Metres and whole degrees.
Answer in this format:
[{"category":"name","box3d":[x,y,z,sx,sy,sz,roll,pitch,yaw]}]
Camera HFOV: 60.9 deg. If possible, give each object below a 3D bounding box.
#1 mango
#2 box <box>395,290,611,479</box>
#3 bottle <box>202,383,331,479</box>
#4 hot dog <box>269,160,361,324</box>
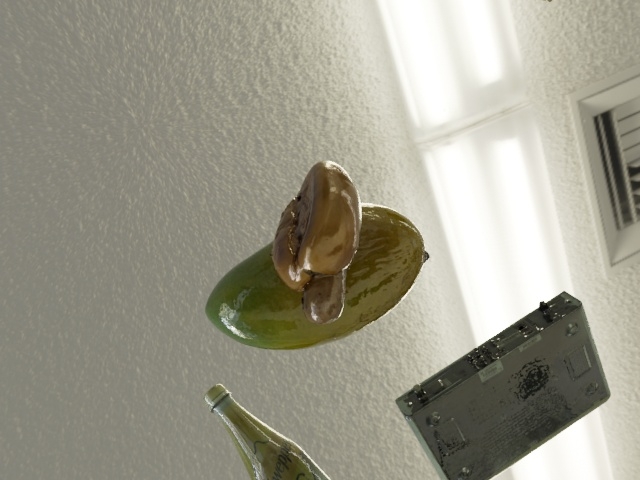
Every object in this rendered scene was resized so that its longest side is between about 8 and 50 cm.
[{"category":"mango","box3d":[0.000,0.045,0.576,0.237,0.137,0.091,-34,-33,-8]},{"category":"box","box3d":[0.250,0.209,0.720,0.270,0.045,0.211,-30,-64,-5]},{"category":"bottle","box3d":[-0.070,0.309,0.765,0.269,0.083,0.083,40,-93,19]},{"category":"hot dog","box3d":[0.001,-0.001,0.444,0.060,0.140,0.090,30,-56,-19]}]
